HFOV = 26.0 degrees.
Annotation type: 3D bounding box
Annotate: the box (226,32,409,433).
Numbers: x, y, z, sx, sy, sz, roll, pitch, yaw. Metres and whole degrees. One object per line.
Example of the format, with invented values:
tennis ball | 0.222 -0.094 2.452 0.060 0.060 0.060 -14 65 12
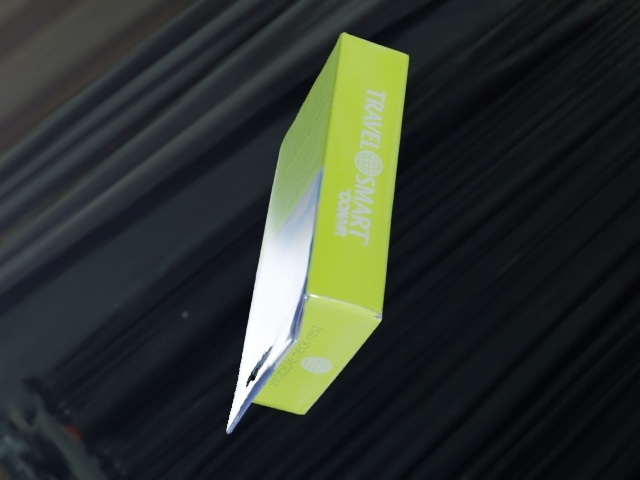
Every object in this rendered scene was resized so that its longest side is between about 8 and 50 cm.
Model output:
box | 0.000 0.000 0.676 0.042 0.178 0.109 17 145 -12
